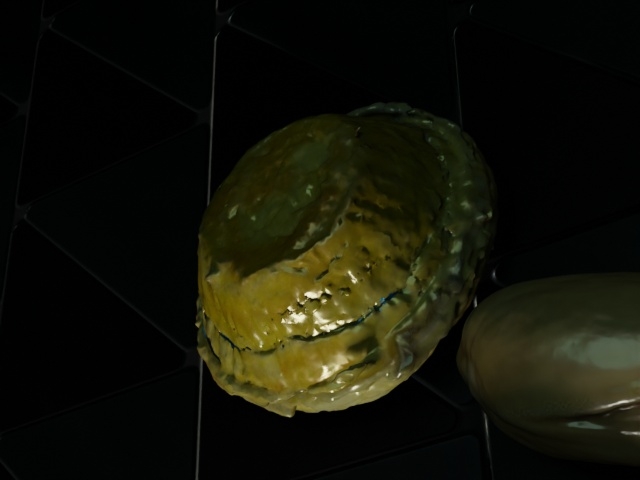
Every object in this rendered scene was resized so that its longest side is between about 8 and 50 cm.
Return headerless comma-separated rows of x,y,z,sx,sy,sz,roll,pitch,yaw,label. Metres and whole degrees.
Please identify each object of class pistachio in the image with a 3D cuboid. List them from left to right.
0.239,0.105,1.151,0.293,0.162,0.181,-4,25,41,pistachio

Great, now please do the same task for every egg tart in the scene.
0.000,0.000,1.418,0.387,0.169,0.388,-24,45,27,egg tart
